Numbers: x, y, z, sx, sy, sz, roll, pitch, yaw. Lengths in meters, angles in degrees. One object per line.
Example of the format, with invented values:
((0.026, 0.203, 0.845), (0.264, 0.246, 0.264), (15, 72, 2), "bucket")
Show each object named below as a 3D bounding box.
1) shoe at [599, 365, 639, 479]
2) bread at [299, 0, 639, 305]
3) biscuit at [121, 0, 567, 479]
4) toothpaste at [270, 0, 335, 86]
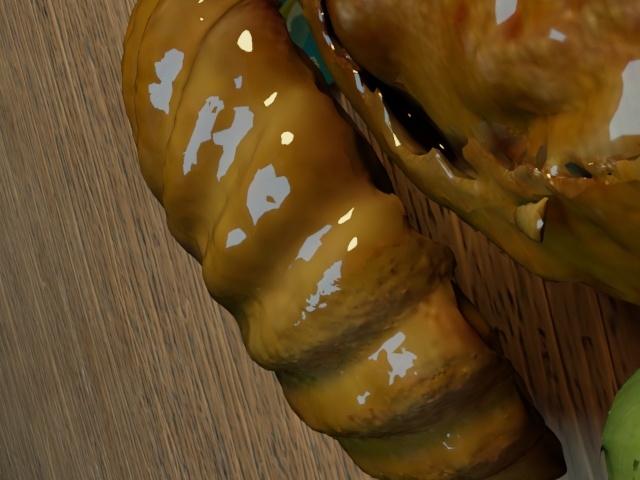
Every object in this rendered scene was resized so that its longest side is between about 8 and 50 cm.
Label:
((0.225, 0.069, 0.418), (0.262, 0.128, 0.140), (1, 118, 31), "shoe")
((0.115, -0.160, 0.410), (0.358, 0.204, 0.337), (47, 140, 33), "bread")
((0.000, 0.000, 0.654), (0.326, 0.107, 0.326), (59, -178, -3), "biscuit")
((-0.082, -0.193, 0.784), (0.050, 0.065, 0.267), (9, 133, 59), "toothpaste")
